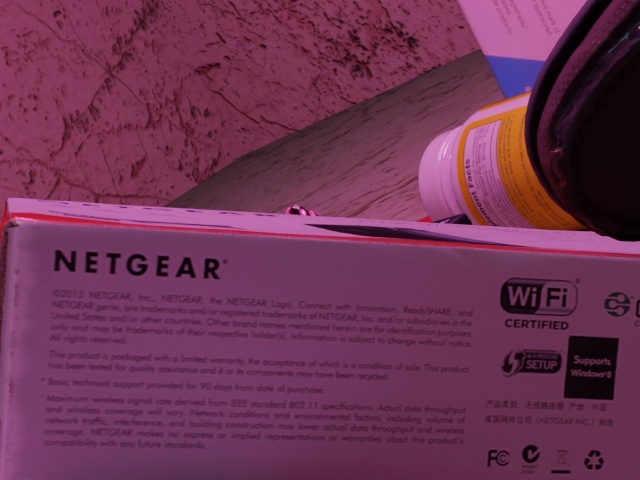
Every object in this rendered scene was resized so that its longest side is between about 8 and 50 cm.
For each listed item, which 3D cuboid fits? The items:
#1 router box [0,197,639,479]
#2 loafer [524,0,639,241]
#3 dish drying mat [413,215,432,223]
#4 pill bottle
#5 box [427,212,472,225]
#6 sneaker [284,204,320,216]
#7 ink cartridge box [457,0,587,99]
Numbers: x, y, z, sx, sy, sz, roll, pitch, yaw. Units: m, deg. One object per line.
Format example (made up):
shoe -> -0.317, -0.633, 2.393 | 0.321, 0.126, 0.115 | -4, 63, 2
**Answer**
router box -> 0.032, 0.034, 0.560 | 0.335, 0.082, 0.301 | 3, 2, -14
loafer -> 0.200, -0.089, 0.403 | 0.302, 0.109, 0.095 | -31, 17, 12
dish drying mat -> 0.101, -0.010, 1.340 | 0.032, 0.008, 0.083 | -25, 9, 15
pill bottle -> 0.179, -0.061, 1.050 | 0.119, 0.119, 0.208 | -34, 11, -33
box -> -0.021, 0.085, 0.897 | 0.184, 0.103, 0.261 | -32, 10, -37
sneaker -> 0.000, 0.000, 0.811 | 0.047, 0.057, 0.119 | -26, 9, 17
ink cartridge box -> 0.328, -0.254, 1.145 | 0.395, 0.285, 0.166 | -24, 10, 22
